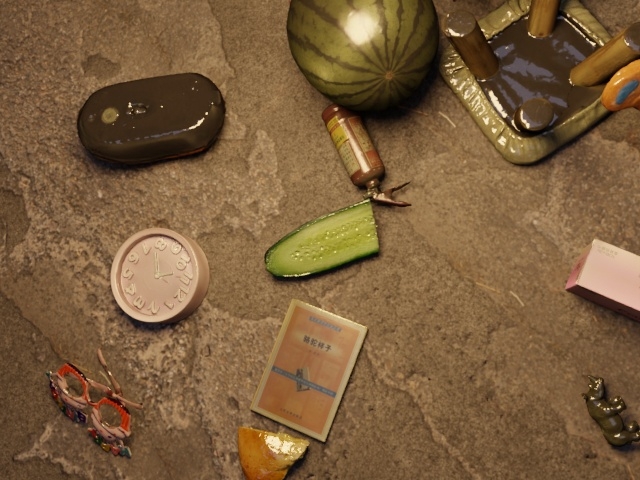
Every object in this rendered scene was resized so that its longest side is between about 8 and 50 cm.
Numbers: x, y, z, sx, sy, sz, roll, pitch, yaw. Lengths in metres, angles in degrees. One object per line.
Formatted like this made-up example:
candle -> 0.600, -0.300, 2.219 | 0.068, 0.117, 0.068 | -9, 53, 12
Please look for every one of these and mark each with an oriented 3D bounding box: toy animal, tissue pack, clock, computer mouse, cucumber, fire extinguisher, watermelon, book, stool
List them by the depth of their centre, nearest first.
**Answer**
tissue pack -> 0.574, 0.094, 1.136 | 0.246, 0.148, 0.093 | 24, 88, 16
toy animal -> 0.518, 0.305, 1.166 | 0.065, 0.047, 0.136 | -31, 83, 14
stool -> 0.409, -0.347, 1.193 | 0.310, 0.226, 0.310 | -37, 78, 3
watermelon -> 0.074, -0.404, 1.234 | 0.278, 0.279, 0.359 | -34, 45, 5
book -> -0.023, 0.257, 1.296 | 0.170, 0.018, 0.242 | 20, 86, 14
cucumber -> 0.000, 0.000, 1.302 | 0.243, 0.063, 0.115 | -19, 110, 6
fire extinguisher -> 0.097, -0.168, 1.302 | 0.106, 0.075, 0.252 | -28, 77, 16
clock -> -0.337, 0.075, 1.361 | 0.196, 0.068, 0.197 | -2, 81, 11
computer mouse -> -0.359, -0.259, 1.391 | 0.322, 0.116, 0.183 | -8, 77, 3

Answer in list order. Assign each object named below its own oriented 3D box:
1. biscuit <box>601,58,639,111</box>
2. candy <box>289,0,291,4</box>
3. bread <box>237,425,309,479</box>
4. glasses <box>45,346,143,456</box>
biscuit -> 0.631, -0.264, 1.111 | 0.205, 0.323, 0.049 | -55, 43, 22
candy -> -0.020, -0.530, 1.398 | 0.103, 0.043, 0.103 | -2, 82, 11
bread -> -0.114, 0.416, 1.276 | 0.136, 0.054, 0.154 | 41, 89, 17
glasses -> -0.469, 0.337, 1.357 | 0.255, 0.095, 0.162 | 38, 118, 13
